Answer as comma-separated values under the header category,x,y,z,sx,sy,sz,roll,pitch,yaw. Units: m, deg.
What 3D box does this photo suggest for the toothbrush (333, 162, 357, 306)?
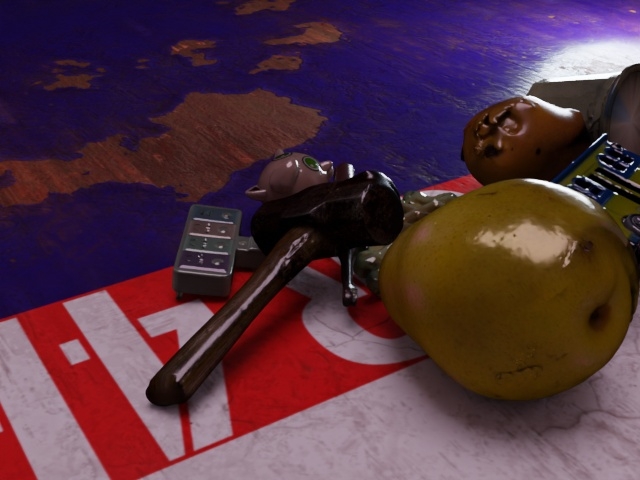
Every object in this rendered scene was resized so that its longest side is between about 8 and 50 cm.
category,x,y,z,sx,sy,sz,roll,pitch,yaw
toothbrush,0.039,-0.017,1.363,0.041,0.041,0.364,0,34,1

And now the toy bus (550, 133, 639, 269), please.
category,x,y,z,sx,sy,sz,roll,pitch,yaw
toy bus,0.408,-0.029,1.296,0.175,0.138,0.288,31,38,21

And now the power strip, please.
category,x,y,z,sx,sy,sz,roll,pitch,yaw
power strip,-0.144,0.020,1.384,0.145,0.061,0.215,6,30,-2

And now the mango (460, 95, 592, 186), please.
category,x,y,z,sx,sy,sz,roll,pitch,yaw
mango,0.349,-0.156,1.521,0.287,0.201,0.152,-2,53,-51

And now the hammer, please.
category,x,y,z,sx,sy,sz,roll,pitch,yaw
hammer,-0.081,0.061,1.186,0.242,0.095,0.409,-9,30,49

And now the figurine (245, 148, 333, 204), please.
category,x,y,z,sx,sy,sz,roll,pitch,yaw
figurine,-0.045,-0.095,1.505,0.125,0.125,0.138,13,31,22

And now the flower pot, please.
category,x,y,z,sx,sy,sz,roll,pitch,yaw
flower pot,0.501,-0.222,1.677,0.212,0.212,0.203,-27,24,-38

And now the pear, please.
category,x,y,z,sx,sy,sz,roll,pitch,yaw
pear,0.217,0.047,1.100,0.336,0.285,0.285,26,39,33

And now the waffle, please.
category,x,y,z,sx,sy,sz,roll,pitch,yaw
waffle,0.195,0.003,1.394,0.309,0.056,0.292,-3,30,2
